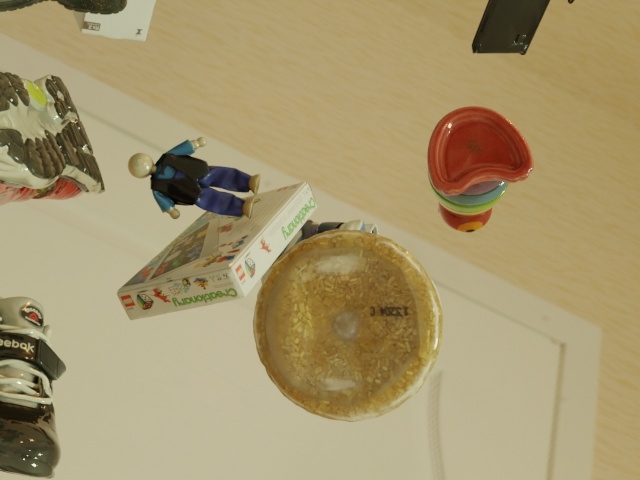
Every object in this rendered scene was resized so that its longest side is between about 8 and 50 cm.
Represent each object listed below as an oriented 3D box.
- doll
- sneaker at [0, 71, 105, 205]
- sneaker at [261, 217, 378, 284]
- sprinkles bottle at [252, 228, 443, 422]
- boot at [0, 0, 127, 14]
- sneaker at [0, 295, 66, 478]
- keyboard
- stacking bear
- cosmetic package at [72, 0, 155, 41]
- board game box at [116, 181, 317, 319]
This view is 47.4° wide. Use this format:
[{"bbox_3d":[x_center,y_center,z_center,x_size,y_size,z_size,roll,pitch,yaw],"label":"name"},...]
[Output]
[{"bbox_3d":[-0.185,-0.090,1.055,0.046,0.189,0.129,111,-7,-80],"label":"doll"},{"bbox_3d":[-0.258,-0.073,0.587,0.118,0.107,0.279,-21,-178,0],"label":"sneaker"},{"bbox_3d":[0.000,0.000,1.438,0.236,0.130,0.322,-21,-139,9],"label":"sneaker"},{"bbox_3d":[0.042,0.064,0.614,0.121,0.121,0.355,-64,170,1],"label":"sprinkles bottle"},{"bbox_3d":[-0.346,-0.361,0.863,0.161,0.247,0.083,105,-27,-44],"label":"boot"},{"bbox_3d":[-0.335,0.130,0.753,0.330,0.122,0.146,17,-103,52],"label":"sneaker"},{"bbox_3d":[0.344,-0.423,1.077,0.033,0.201,0.317,53,-42,37],"label":"keyboard"},{"bbox_3d":[0.280,-0.110,1.378,0.289,0.175,0.164,74,5,-66],"label":"stacking bear"},{"bbox_3d":[-0.473,-0.568,1.643,0.183,0.151,0.151,59,-43,35],"label":"cosmetic package"},{"bbox_3d":[-0.143,0.007,1.096,0.193,0.053,0.305,-13,-159,26],"label":"board game box"}]
